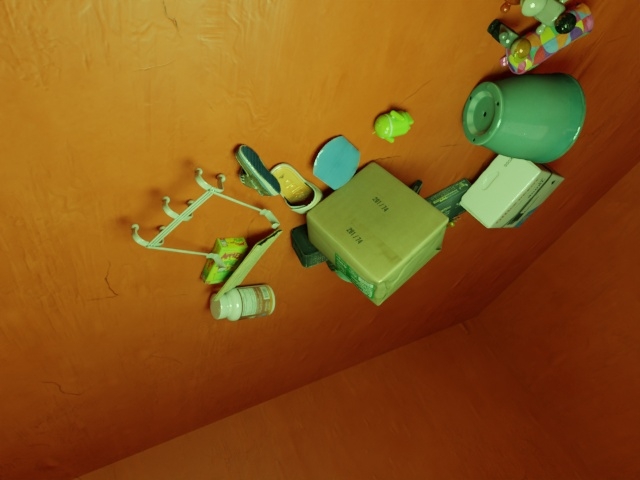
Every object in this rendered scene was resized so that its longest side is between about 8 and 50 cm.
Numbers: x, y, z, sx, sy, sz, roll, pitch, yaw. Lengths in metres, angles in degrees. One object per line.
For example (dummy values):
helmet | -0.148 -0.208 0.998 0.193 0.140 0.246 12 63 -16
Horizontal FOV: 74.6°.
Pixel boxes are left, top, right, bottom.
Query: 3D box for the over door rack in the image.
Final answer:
over door rack | -0.299 -0.051 1.119 0.239 0.108 0.324 -38 151 12

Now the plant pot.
plant pot | 0.589 -0.377 1.279 0.255 0.272 0.272 -1 142 -16

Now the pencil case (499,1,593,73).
pencil case | 0.632 -0.563 1.177 0.236 0.105 0.104 -29 150 3

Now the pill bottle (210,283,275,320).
pill bottle | -0.285 0.228 1.540 0.216 0.121 0.121 -2 140 -39

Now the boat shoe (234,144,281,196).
boat shoe | -0.174 -0.169 1.089 0.066 0.066 0.183 -17 141 19

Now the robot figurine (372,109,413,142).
robot figurine | 0.202 -0.326 1.183 0.115 0.067 0.101 -18 160 -20

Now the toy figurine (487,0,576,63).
toy figurine | 0.532 -0.571 1.021 0.212 0.148 0.210 -29 150 -3

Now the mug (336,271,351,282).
mug | 0.129 0.088 1.703 0.129 0.158 0.098 5 119 -20

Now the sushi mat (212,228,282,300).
sushi mat | -0.241 0.083 1.380 0.316 0.019 0.151 -48 177 34

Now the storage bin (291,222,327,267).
storage bin | 0.000 0.000 1.442 0.180 0.122 0.084 -21 149 -15

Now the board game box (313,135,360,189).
board game box | 0.041 -0.229 1.218 0.133 0.033 0.168 -54 141 7

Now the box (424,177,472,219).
box | 0.508 -0.138 1.743 0.232 0.059 0.183 -28 150 -6

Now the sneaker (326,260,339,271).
sneaker | 0.155 0.000 1.568 0.343 0.134 0.146 -43 148 21

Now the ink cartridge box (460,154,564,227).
ink cartridge box | 0.789 -0.205 1.721 0.394 0.166 0.286 -3 135 -48

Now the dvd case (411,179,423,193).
dvd case | 0.315 -0.090 1.587 0.179 0.029 0.239 -54 164 -31

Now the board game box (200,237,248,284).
board game box | -0.311 0.067 1.351 0.092 0.043 0.181 -2 140 -39

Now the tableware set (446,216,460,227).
tableware set | 0.550 -0.072 1.835 0.103 0.024 0.154 -27 -174 2

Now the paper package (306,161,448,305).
paper package | 0.164 -0.029 1.273 0.309 0.325 0.168 -39 152 -15

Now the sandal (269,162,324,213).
sandal | -0.064 -0.129 1.237 0.102 0.076 0.265 -37 150 12
